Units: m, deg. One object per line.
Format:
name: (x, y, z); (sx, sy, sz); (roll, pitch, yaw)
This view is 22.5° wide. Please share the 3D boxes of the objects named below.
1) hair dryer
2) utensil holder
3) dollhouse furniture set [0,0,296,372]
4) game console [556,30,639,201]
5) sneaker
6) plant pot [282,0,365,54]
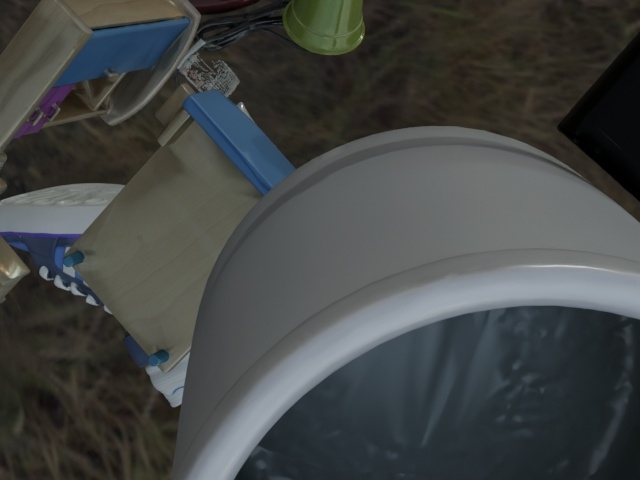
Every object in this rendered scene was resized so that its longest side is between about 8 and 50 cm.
hair dryer: (-0.135, -0.257, 1.774); (0.293, 0.080, 0.223); (43, 89, 10)
utensil holder: (0.076, 0.120, 0.846); (0.327, 0.385, 0.327); (-1, 104, -4)
dollhouse furniture set: (-0.139, -0.023, 1.337); (0.303, 0.198, 0.286); (47, 115, 9)
game console: (0.170, -0.172, 0.909); (0.361, 0.044, 0.213); (40, 93, -7)
sneaker: (-0.208, 0.066, 1.709); (0.323, 0.130, 0.236); (2, 104, 26)
plant pot: (0.011, -0.236, 1.558); (0.083, 0.083, 0.079); (-2, 145, -15)
